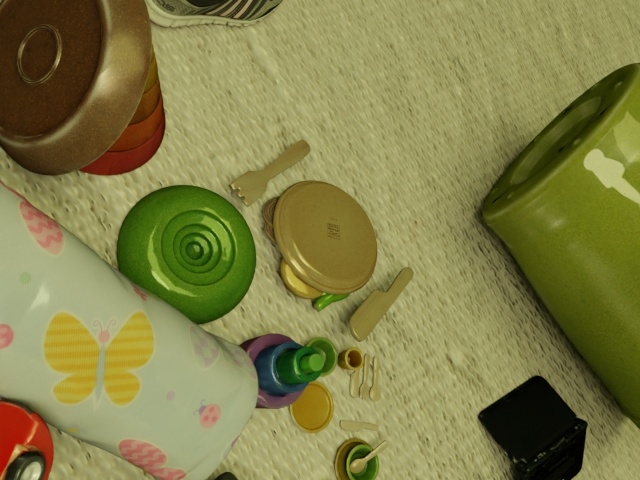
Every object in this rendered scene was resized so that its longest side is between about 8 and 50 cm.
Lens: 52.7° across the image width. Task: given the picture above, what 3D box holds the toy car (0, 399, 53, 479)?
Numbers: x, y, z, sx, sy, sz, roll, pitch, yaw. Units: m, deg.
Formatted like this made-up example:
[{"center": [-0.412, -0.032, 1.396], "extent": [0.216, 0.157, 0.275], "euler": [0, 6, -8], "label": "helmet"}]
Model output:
[{"center": [-0.225, 0.225, 0.326], "extent": [0.053, 0.225, 0.239], "euler": [57, 13, -54], "label": "toy car"}]

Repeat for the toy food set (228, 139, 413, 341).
[{"center": [0.000, 0.000, 0.645], "extent": [0.192, 0.038, 0.132], "euler": [51, 49, -3], "label": "toy food set"}]

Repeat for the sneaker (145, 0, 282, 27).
[{"center": [-0.091, -0.254, 0.633], "extent": [0.170, 0.075, 0.063], "euler": [-22, 88, -36], "label": "sneaker"}]

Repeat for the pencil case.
[{"center": [-0.164, 0.060, 0.423], "extent": [0.273, 0.124, 0.113], "euler": [45, 72, -35], "label": "pencil case"}]

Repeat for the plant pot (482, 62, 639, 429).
[{"center": [0.388, 0.004, 0.728], "extent": [0.353, 0.366, 0.366], "euler": [41, 57, -2], "label": "plant pot"}]

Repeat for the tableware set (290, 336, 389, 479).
[{"center": [0.018, 0.172, 0.608], "extent": [0.104, 0.024, 0.154], "euler": [17, 68, -28], "label": "tableware set"}]

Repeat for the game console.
[{"center": [0.243, 0.234, 0.742], "extent": [0.122, 0.071, 0.107], "euler": [-19, 117, -35], "label": "game console"}]

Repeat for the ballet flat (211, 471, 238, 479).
[{"center": [0.004, 0.286, 0.527], "extent": [0.280, 0.095, 0.096], "euler": [43, 46, -15], "label": "ballet flat"}]

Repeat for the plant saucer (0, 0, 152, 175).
[{"center": [-0.199, -0.133, 0.477], "extent": [0.029, 0.168, 0.168], "euler": [12, 66, -63], "label": "plant saucer"}]

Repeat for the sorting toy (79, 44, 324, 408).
[{"center": [-0.101, -0.023, 0.528], "extent": [0.127, 0.126, 0.365], "euler": [-33, 94, -35], "label": "sorting toy"}]
